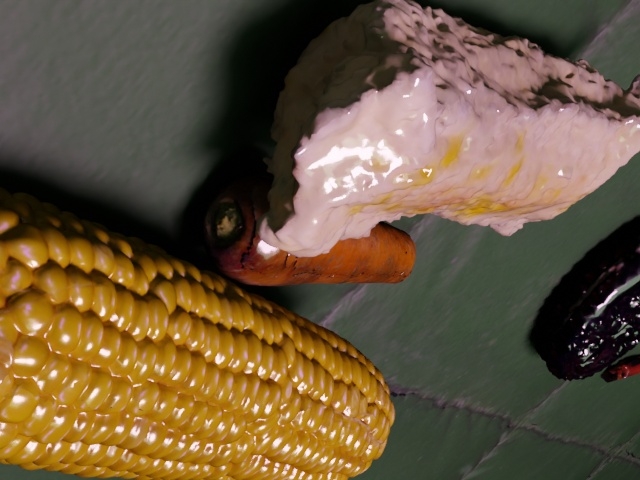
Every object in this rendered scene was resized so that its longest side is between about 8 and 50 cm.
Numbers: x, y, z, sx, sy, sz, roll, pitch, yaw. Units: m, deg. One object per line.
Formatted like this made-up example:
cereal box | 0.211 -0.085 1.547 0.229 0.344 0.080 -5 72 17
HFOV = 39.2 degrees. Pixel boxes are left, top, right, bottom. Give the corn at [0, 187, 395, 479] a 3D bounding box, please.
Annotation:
corn | -0.067 0.061 0.414 0.106 0.106 0.305 -49 138 14

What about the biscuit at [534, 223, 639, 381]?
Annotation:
biscuit | 0.283 0.056 0.844 0.194 0.053 0.195 -27 146 -20

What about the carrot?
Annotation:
carrot | 0.000 0.000 0.487 0.055 0.055 0.161 -52 151 18

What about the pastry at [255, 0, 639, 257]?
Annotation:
pastry | 0.068 -0.051 0.458 0.258 0.089 0.121 -2 133 -44

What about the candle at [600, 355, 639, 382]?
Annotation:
candle | 0.408 0.151 1.117 0.167 0.021 0.026 -8 137 -40
